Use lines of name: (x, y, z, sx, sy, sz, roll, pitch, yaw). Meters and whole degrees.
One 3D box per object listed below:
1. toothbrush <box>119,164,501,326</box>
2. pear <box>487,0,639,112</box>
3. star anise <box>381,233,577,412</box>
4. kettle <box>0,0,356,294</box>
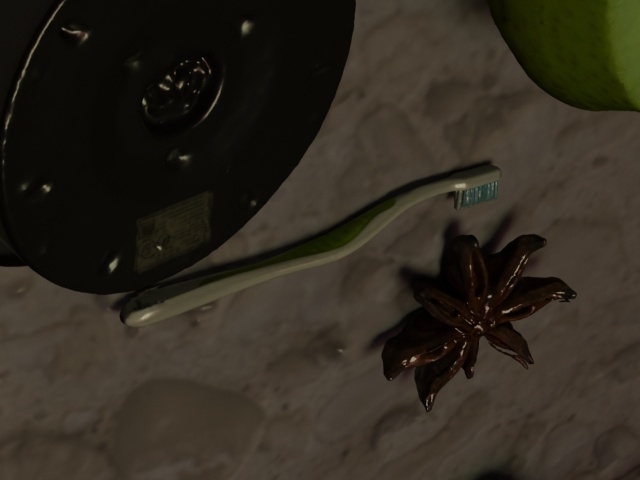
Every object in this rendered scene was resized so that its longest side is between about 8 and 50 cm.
toothbrush: (0.000, 0.000, 1.033, 0.263, 0.022, 0.026, -19, 122, -27)
pear: (0.195, -0.190, 0.927, 0.292, 0.159, 0.292, -19, 134, -21)
star anise: (0.097, 0.044, 1.134, 0.141, 0.042, 0.141, -20, 136, -21)
kettle: (-0.129, -0.085, 0.684, 0.161, 0.236, 0.221, -26, 139, -38)
